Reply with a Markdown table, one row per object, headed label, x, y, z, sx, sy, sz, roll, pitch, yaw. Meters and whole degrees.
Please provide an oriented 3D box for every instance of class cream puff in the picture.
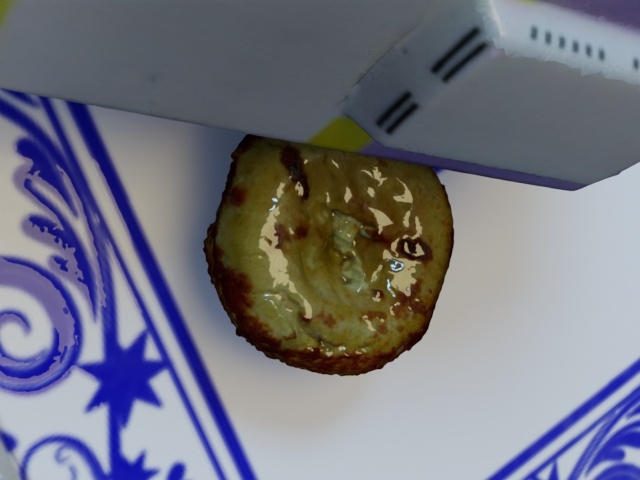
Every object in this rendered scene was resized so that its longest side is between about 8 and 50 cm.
| label | x | y | z | sx | sy | sz | roll | pitch | yaw |
| --- | --- | --- | --- | --- | --- | --- | --- | --- | --- |
| cream puff | 0.000 | 0.000 | 0.638 | 0.149 | 0.084 | 0.149 | 4 | 83 | -32 |

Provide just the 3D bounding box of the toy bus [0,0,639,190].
| label | x | y | z | sx | sy | sz | roll | pitch | yaw |
| --- | --- | --- | --- | --- | --- | --- | --- | --- | --- |
| toy bus | 0.021 | -0.169 | 0.532 | 0.440 | 0.209 | 0.249 | 8 | 60 | -33 |
